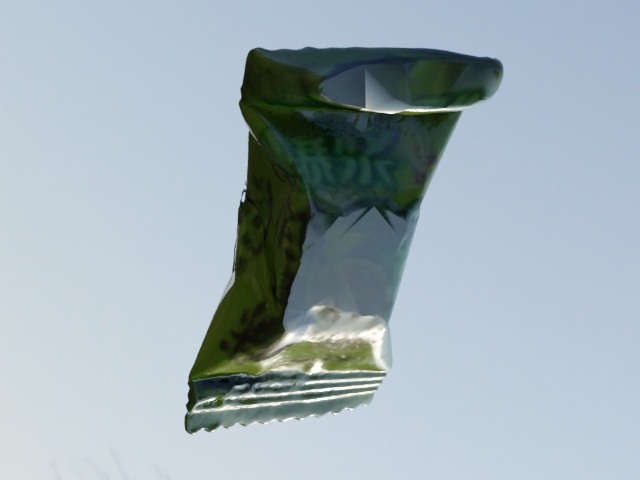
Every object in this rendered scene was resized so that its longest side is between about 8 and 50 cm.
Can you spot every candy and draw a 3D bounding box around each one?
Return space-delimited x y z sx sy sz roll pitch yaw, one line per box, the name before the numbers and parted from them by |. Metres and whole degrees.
candy | 0.000 0.000 0.934 0.069 0.149 0.246 47 -49 48
